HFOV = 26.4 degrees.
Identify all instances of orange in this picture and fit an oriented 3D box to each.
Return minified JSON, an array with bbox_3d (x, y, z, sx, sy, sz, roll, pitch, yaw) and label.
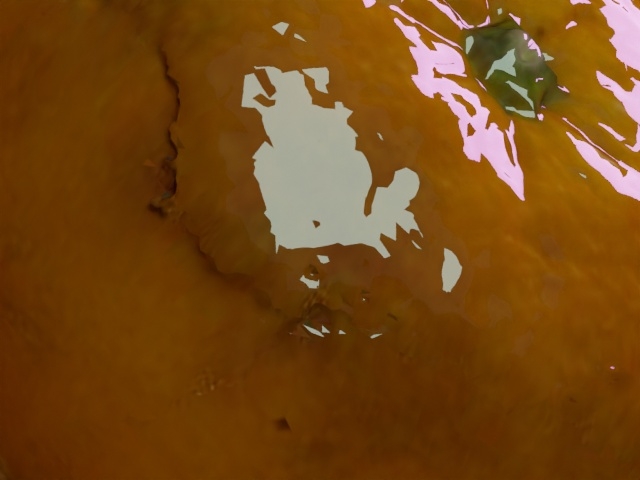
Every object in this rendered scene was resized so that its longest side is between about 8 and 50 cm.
[{"bbox_3d":[0.000,0.000,0.451,0.283,0.226,0.284,17,50,-21],"label":"orange"}]
